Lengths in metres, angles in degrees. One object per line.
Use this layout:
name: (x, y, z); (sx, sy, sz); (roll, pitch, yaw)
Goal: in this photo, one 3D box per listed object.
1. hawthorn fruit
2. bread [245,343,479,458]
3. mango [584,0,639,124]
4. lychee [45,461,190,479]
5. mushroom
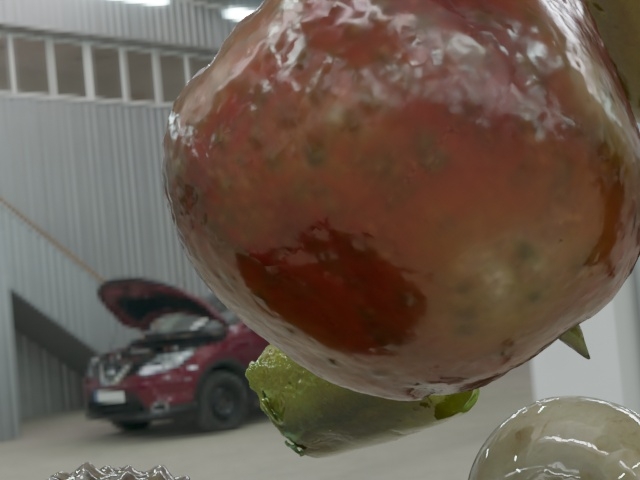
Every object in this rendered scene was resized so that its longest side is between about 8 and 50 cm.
hawthorn fruit: (0.088, -0.046, 0.947); (0.402, 0.403, 0.403); (-5, -2, 0)
bread: (0.070, 0.213, 1.874); (0.376, 0.251, 0.208); (-22, -1, 35)
mango: (0.445, -0.309, 1.411); (0.300, 0.232, 0.446); (-24, -45, 22)
lychee: (-0.147, 0.363, 0.843); (0.380, 0.381, 0.432); (-4, 2, -41)
mushroom: (0.412, 0.429, 1.822); (0.362, 0.363, 0.294); (-6, -13, 25)
